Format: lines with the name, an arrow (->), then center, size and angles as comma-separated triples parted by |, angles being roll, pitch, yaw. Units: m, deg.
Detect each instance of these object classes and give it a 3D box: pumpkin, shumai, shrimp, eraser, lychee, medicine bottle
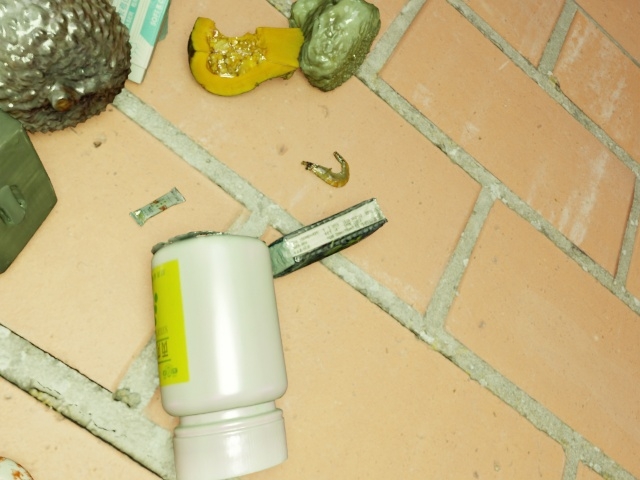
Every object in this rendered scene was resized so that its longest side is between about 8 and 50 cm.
pumpkin -> -0.165, -0.397, 1.094 | 0.247, 0.126, 0.131 | 3, 56, -15
shumai -> 0.007, -0.495, 1.162 | 0.222, 0.261, 0.225 | 42, 94, -1
shrimp -> 0.014, -0.175, 1.170 | 0.127, 0.025, 0.091 | 17, 67, -24
eraser -> -0.362, -0.436, 0.981 | 0.095, 0.225, 0.052 | 22, 22, -17
lychee -> -0.481, -0.331, 0.842 | 0.299, 0.300, 0.300 | 8, 70, -23
medicine bottle -> -0.169, 0.189, 0.856 | 0.213, 0.213, 0.379 | -3, 74, -26

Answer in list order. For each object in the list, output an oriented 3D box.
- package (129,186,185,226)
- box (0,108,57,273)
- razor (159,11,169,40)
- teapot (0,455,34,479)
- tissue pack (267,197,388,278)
package -> -0.320, -0.067, 0.983 | 0.110, 0.015, 0.037 | -38, 86, -31
box -> -0.532, -0.085, 0.736 | 0.166, 0.290, 0.221 | 25, 63, -3
razor -> -0.402, -0.552, 1.071 | 0.068, 0.106, 0.232 | -26, 76, -30
teapot -> -0.494, 0.380, 0.702 | 0.159, 0.116, 0.246 | -32, 91, -17
tissue pack -> 0.000, 0.000, 1.022 | 0.235, 0.173, 0.073 | -24, 85, -29
